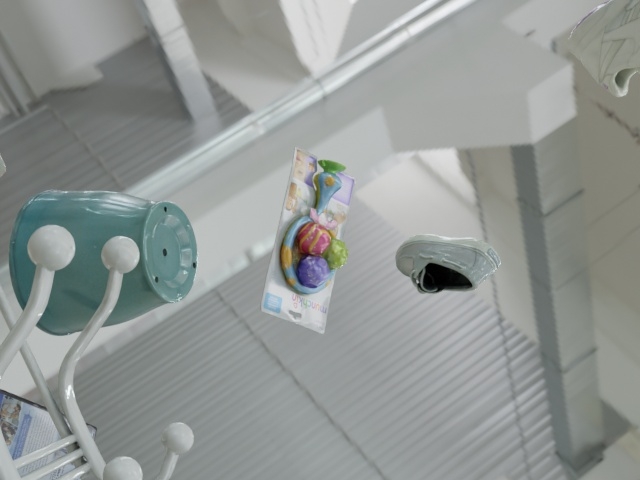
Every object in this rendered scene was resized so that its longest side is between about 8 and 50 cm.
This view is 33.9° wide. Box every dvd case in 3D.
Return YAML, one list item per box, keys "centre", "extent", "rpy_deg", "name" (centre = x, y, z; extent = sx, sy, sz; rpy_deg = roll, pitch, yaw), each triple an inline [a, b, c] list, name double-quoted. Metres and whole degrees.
- centre: [-0.498, 0.356, 1.746]
  extent: [0.022, 0.180, 0.253]
  rpy_deg: [-18, -39, 42]
  name: "dvd case"

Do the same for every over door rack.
- centre: [-0.185, -0.005, 0.490]
  extent: [0.324, 0.108, 0.239]
  rpy_deg: [52, 4, 6]
  name: "over door rack"

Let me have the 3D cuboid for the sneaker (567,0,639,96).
- centre: [0.508, -0.334, 1.555]
  extent: [0.152, 0.114, 0.305]
  rpy_deg: [61, -37, 15]
  name: "sneaker"

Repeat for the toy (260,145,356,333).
- centre: [0.000, 0.000, 1.464]
  extent: [0.056, 0.237, 0.137]
  rpy_deg: [-4, -21, 42]
  name: "toy"

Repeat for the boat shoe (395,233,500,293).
- centre: [0.180, 0.042, 1.644]
  extent: [0.228, 0.081, 0.079]
  rpy_deg: [-3, -53, 57]
  name: "boat shoe"

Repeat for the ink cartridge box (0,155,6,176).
- centre: [-0.501, -0.195, 1.212]
  extent: [0.091, 0.308, 0.384]
  rpy_deg: [-17, 82, -60]
  name: "ink cartridge box"

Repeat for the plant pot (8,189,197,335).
- centre: [-0.372, 0.030, 1.897]
  extent: [0.255, 0.271, 0.271]
  rpy_deg: [-6, -52, 23]
  name: "plant pot"
